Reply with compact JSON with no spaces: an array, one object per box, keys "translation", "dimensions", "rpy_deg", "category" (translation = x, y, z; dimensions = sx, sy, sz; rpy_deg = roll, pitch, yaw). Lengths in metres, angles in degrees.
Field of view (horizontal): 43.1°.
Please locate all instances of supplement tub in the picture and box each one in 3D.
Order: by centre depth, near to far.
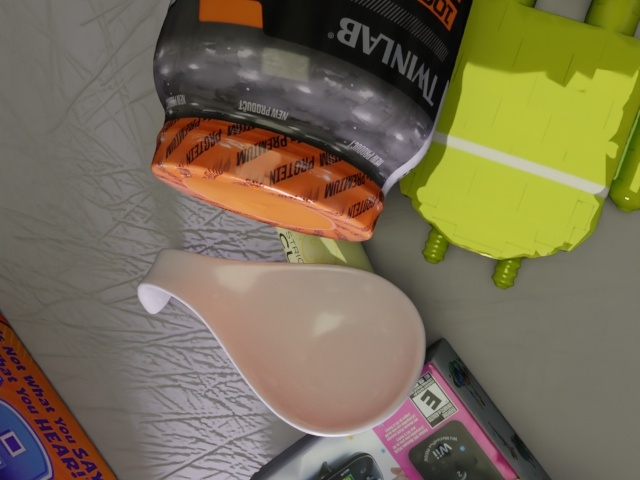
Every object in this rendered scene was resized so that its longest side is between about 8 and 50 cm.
[{"translation":[0.006,-0.183,0.587],"dimensions":[0.207,0.207,0.338],"rpy_deg":[15,83,11],"category":"supplement tub"}]

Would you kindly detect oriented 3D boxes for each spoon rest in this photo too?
[{"translation":[-0.046,0.066,0.666],"dimensions":[0.276,0.084,0.137],"rpy_deg":[17,69,28],"category":"spoon rest"}]

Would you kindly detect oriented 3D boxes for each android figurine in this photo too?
[{"translation":[0.165,-0.098,0.668],"dimensions":[0.248,0.056,0.273],"rpy_deg":[18,95,10],"category":"android figurine"}]

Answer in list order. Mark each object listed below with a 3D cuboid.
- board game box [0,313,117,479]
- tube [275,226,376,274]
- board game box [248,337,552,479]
[{"translation":[-0.423,0.278,0.666],"dimensions":[0.356,0.356,0.356],"rpy_deg":[-38,85,12],"category":"board game box"},{"translation":[0.000,0.000,0.709],"dimensions":[0.062,0.070,0.240],"rpy_deg":[-22,92,-17],"category":"tube"},{"translation":[0.104,0.274,0.686],"dimensions":[0.224,0.097,0.303],"rpy_deg":[-38,86,12],"category":"board game box"}]
